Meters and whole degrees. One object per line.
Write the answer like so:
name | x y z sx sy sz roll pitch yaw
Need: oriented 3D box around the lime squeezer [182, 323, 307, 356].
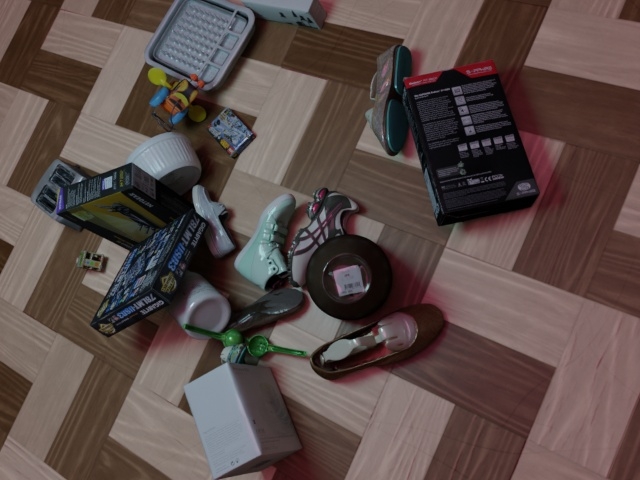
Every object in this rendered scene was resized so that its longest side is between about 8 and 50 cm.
lime squeezer | -0.194 0.262 1.557 0.311 0.110 0.058 15 91 -6

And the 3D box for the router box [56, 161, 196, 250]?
router box | -0.518 -0.081 1.689 0.243 0.309 0.081 -16 64 18

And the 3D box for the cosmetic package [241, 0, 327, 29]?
cosmetic package | -0.109 -0.685 1.805 0.239 0.099 0.060 19 83 26

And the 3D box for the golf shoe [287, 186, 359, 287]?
golf shoe | 0.000 0.000 1.574 0.120 0.105 0.272 19 84 18

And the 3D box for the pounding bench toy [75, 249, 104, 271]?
pounding bench toy | -0.700 0.064 1.866 0.083 0.065 0.052 -6 71 53

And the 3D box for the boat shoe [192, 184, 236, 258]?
boat shoe | -0.293 -0.062 1.729 0.081 0.079 0.227 -23 73 5

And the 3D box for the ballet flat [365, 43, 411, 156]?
ballet flat | 0.174 -0.359 1.613 0.106 0.108 0.315 -6 67 42

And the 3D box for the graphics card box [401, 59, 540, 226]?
graphics card box | 0.348 -0.235 1.466 0.233 0.094 0.370 -12 69 -1

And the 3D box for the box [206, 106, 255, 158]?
box | -0.264 -0.317 1.807 0.094 0.027 0.137 -44 64 5

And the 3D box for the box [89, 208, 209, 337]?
box | -0.452 0.085 1.627 0.293 0.073 0.295 -29 31 35

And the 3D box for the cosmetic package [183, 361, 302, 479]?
cosmetic package | -0.180 0.422 1.461 0.138 0.224 0.224 -32 67 12

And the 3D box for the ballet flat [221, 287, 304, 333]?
ballet flat | -0.154 0.194 1.613 0.250 0.058 0.084 -23 43 9

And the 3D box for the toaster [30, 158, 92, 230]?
toaster | -0.794 -0.150 1.933 0.186 0.110 0.168 33 89 26

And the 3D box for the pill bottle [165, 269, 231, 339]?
pill bottle | -0.343 0.156 1.626 0.229 0.131 0.131 32 89 49

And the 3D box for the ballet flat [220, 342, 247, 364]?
ballet flat | -0.221 0.299 1.535 0.070 0.188 0.070 4 56 -6

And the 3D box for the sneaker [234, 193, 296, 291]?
sneaker | -0.106 0.012 1.614 0.151 0.094 0.255 38 102 32

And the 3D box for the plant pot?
plant pot | 0.064 0.087 1.415 0.216 0.230 0.215 0 88 3

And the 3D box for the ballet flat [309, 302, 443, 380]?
ballet flat | 0.122 0.237 1.444 0.343 0.124 0.116 -22 69 15

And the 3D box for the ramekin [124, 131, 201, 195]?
ramekin | -0.440 -0.200 1.755 0.207 0.207 0.109 -37 74 9

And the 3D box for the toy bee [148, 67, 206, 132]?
toy bee | -0.403 -0.414 1.797 0.162 0.195 0.298 -44 49 5

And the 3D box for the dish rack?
dish rack | -0.366 -0.615 1.906 0.333 0.072 0.285 30 89 26
